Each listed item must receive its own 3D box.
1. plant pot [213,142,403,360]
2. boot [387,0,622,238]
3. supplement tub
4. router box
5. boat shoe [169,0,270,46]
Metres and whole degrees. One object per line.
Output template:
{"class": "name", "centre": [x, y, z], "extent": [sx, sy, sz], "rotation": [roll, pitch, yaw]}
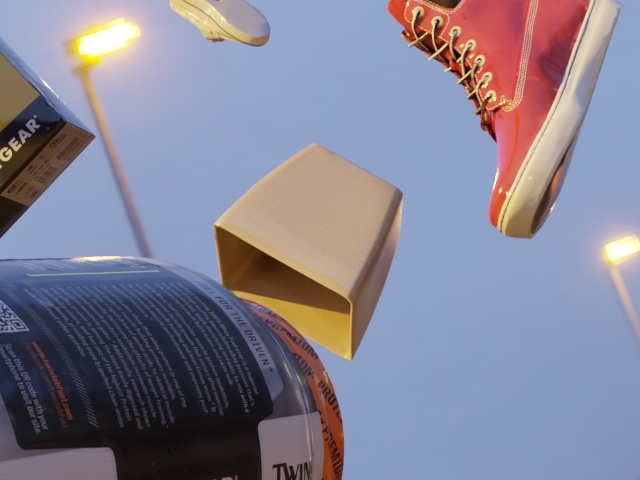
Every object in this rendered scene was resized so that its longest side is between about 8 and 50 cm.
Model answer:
{"class": "plant pot", "centre": [0.000, 0.000, 1.268], "extent": [0.096, 0.109, 0.109], "rotation": [-56, -14, -21]}
{"class": "boot", "centre": [0.120, -0.117, 1.433], "extent": [0.176, 0.244, 0.088], "rotation": [18, -37, 5]}
{"class": "supplement tub", "centre": [-0.133, 0.103, 0.824], "extent": [0.193, 0.193, 0.316], "rotation": [-28, -14, 30]}
{"class": "router box", "centre": [-0.407, -0.077, 1.780], "extent": [0.309, 0.243, 0.081], "rotation": [-47, -19, 5]}
{"class": "boat shoe", "centre": [-0.081, -0.175, 1.467], "extent": [0.035, 0.100, 0.035], "rotation": [-38, -28, -41]}
